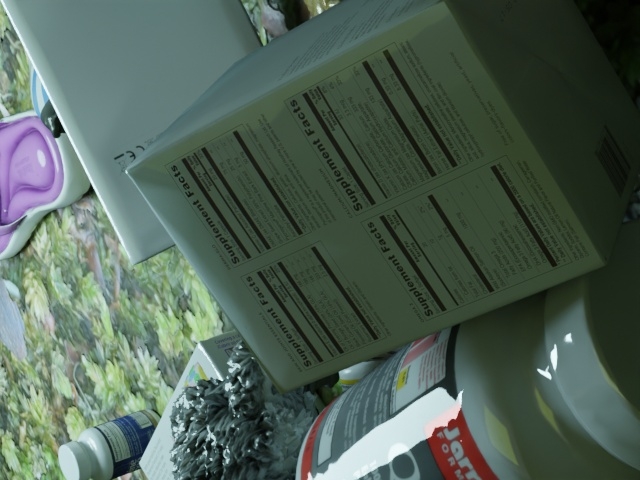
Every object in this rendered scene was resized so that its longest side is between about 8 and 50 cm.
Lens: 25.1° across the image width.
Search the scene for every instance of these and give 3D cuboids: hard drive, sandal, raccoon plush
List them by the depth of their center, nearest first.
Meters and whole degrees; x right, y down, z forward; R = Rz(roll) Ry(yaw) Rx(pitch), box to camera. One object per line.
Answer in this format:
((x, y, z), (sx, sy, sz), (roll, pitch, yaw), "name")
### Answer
((-0.103, 0.254, 1.162), (0.216, 0.446, 0.299), (-32, 80, 28), "raccoon plush")
((-0.154, -0.159, 1.350), (0.308, 0.203, 0.040), (64, -172, 0), "hard drive")
((-0.419, -0.076, 1.821), (0.416, 0.102, 0.169), (-28, 80, 54), "sandal")

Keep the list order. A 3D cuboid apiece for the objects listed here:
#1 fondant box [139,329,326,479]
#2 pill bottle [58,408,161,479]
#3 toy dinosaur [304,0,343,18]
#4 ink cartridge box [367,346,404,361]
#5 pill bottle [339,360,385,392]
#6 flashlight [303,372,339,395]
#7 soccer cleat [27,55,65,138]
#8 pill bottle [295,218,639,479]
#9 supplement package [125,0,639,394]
((-0.042, 0.283, 1.469), (0.330, 0.096, 0.238), (54, 139, 24), "fondant box")
((-0.245, 0.247, 1.703), (0.067, 0.120, 0.067), (25, 123, 47), "pill bottle")
((0.013, -0.215, 1.234), (0.092, 0.053, 0.183), (49, 138, 32), "toy dinosaur")
((0.056, 0.057, 1.197), (0.180, 0.104, 0.060), (-10, 67, 39), "ink cartridge box")
((0.053, 0.136, 1.309), (0.065, 0.065, 0.116), (-6, 98, 54), "pill bottle")
((0.000, 0.000, 1.306), (0.103, 0.103, 0.304), (9, 124, 7), "flashlight")
((-0.239, -0.240, 1.508), (0.331, 0.116, 0.143), (-46, 59, 48), "soccer cleat")
((0.150, 0.141, 1.055), (0.363, 0.210, 0.210), (-44, 68, 49), "pill bottle")
((0.053, -0.061, 0.988), (0.262, 0.199, 0.198), (-25, 107, 31), "supplement package")
